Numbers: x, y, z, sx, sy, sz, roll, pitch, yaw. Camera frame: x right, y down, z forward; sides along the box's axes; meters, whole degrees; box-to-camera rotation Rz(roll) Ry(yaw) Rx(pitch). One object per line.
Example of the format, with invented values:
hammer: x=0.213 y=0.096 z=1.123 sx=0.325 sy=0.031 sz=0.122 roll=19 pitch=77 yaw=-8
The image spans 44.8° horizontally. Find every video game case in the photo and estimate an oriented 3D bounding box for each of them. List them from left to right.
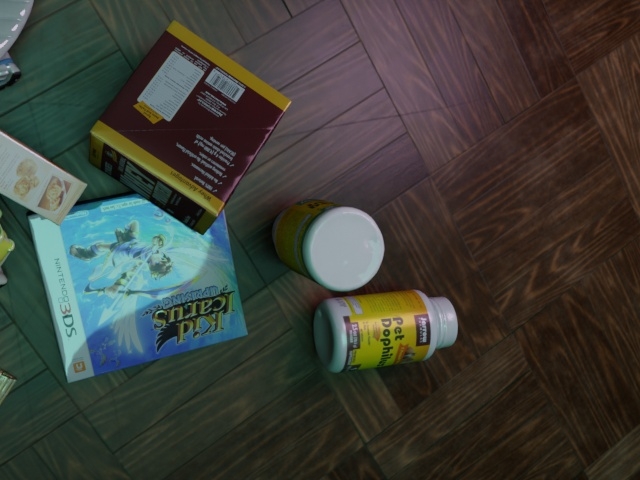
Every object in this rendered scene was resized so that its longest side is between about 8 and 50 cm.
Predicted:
video game case: x=-0.259 y=0.052 z=1.124 sx=0.270 sy=0.061 sz=0.244 roll=-14 pitch=102 yaw=-18

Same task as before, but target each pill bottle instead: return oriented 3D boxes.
pill bottle: x=0.000 y=0.000 z=1.133 sx=0.118 sy=0.208 sz=0.117 roll=-3 pitch=98 yaw=-20
pill bottle: x=0.105 y=0.141 z=1.239 sx=0.215 sy=0.117 sz=0.117 roll=-5 pitch=98 yaw=-20

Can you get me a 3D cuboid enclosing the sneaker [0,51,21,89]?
sneaker: x=-0.497 y=-0.219 z=1.007 sx=0.191 sy=0.071 sz=0.082 roll=-23 pitch=91 yaw=-19

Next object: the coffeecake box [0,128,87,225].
coffeecake box: x=-0.410 y=-0.106 z=0.970 sx=0.185 sy=0.142 sz=0.068 roll=37 pitch=83 yaw=-46

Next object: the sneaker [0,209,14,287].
sneaker: x=-0.445 y=-0.024 z=0.907 sx=0.147 sy=0.384 sz=0.145 roll=-17 pitch=75 yaw=-29

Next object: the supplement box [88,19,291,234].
supplement box: x=-0.179 y=-0.147 z=1.052 sx=0.191 sy=0.129 sz=0.194 roll=34 pitch=72 yaw=-9

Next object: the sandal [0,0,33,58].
sandal: x=-0.442 y=-0.380 z=0.984 sx=0.170 sy=0.102 sz=0.416 roll=15 pitch=77 yaw=-27

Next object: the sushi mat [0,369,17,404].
sushi mat: x=-0.568 y=0.289 z=1.063 sx=0.151 sy=0.019 sz=0.316 roll=33 pitch=85 yaw=-20
